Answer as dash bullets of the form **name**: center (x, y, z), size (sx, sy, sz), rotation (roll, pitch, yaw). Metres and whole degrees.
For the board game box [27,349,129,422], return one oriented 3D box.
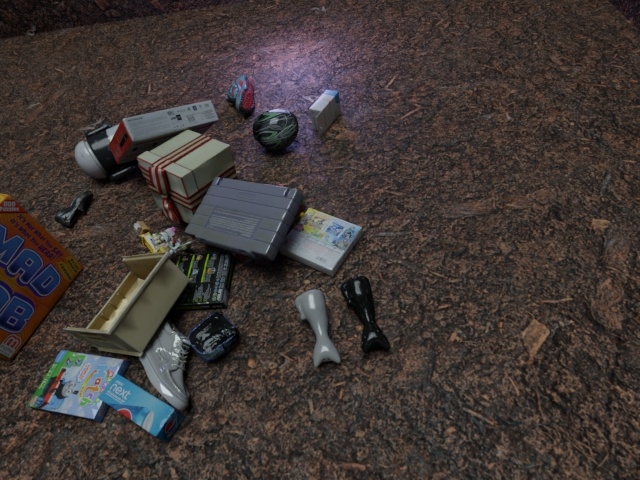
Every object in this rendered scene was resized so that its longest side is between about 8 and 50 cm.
- **board game box**: center (-0.654, 0.391, 1.098), size (0.212, 0.039, 0.160), rotation (4, 52, 13)

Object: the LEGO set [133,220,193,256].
- **LEGO set**: center (-0.517, -0.002, 1.352), size (0.107, 0.132, 0.287), rotation (-29, 27, -34)

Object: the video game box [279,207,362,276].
- **video game box**: center (0.000, 0.000, 1.286), size (0.205, 0.048, 0.187), rotation (23, 61, 26)

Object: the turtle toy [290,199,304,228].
- **turtle toy**: center (-0.103, -0.107, 1.378), size (0.095, 0.066, 0.130), rotation (27, 61, 28)

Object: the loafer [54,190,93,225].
- **loafer**: center (-0.936, -0.122, 1.561), size (0.061, 0.062, 0.170), rotation (29, 63, 4)

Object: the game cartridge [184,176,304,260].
- **game cartridge**: center (-0.242, -0.073, 1.244), size (0.355, 0.068, 0.230), rotation (14, 74, 33)

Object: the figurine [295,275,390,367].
- **figurine**: center (0.057, 0.221, 1.077), size (0.215, 0.092, 0.209), rotation (-16, 54, -1)

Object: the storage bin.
- **storage bin**: center (-0.547, 0.176, 1.152), size (0.260, 0.123, 0.262), rotation (-5, 45, 34)

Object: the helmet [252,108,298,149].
- **helmet**: center (-0.173, -0.439, 1.600), size (0.169, 0.169, 0.162), rotation (-43, 41, -22)

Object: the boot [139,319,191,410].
- **boot**: center (-0.390, 0.316, 1.071), size (0.123, 0.095, 0.258), rotation (-43, 55, -14)

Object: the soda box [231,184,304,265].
- **soda box**: center (-0.181, -0.051, 1.288), size (0.263, 0.083, 0.092), rotation (-45, 54, -1)

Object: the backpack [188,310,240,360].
- **backpack**: center (-0.288, 0.268, 1.098), size (0.114, 0.084, 0.105), rotation (-36, 55, -27)

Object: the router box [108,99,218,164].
- **router box**: center (-0.601, -0.410, 1.539), size (0.335, 0.082, 0.301), rotation (-29, 11, -35)

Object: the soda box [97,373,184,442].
- **soda box**: center (-0.452, 0.421, 1.019), size (0.210, 0.067, 0.071), rotation (18, 57, 24)

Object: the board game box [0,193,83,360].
- **board game box**: center (-1.058, 0.092, 1.210), size (0.357, 0.356, 0.356), rotation (8, 53, 17)

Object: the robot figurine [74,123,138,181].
- **robot figurine**: center (-0.857, -0.368, 1.667), size (0.278, 0.173, 0.209), rotation (-31, 42, -14)

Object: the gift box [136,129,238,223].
- **gift box**: center (-0.474, -0.211, 1.426), size (0.276, 0.255, 0.258), rotation (20, 49, 29)

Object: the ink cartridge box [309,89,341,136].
- **ink cartridge box**: center (0.012, -0.526, 1.670), size (0.062, 0.104, 0.181), rotation (20, 58, 25)

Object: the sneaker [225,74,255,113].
- **sneaker**: center (-0.376, -0.656, 1.873), size (0.125, 0.104, 0.261), rotation (-21, 44, 16)

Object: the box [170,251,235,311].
- **box**: center (-0.371, 0.125, 1.258), size (0.184, 0.045, 0.190), rotation (-6, 52, 9)
